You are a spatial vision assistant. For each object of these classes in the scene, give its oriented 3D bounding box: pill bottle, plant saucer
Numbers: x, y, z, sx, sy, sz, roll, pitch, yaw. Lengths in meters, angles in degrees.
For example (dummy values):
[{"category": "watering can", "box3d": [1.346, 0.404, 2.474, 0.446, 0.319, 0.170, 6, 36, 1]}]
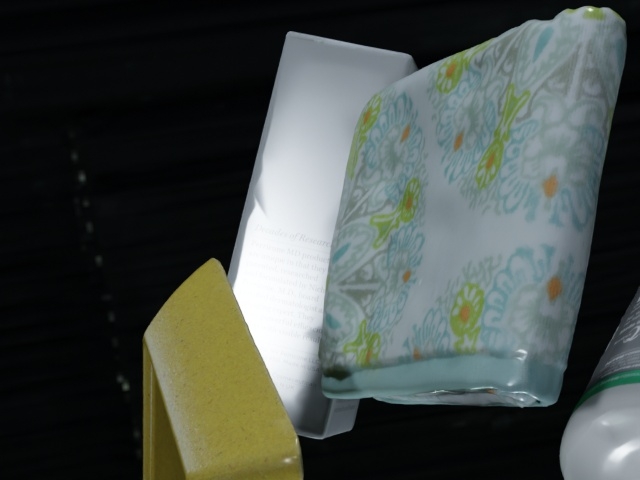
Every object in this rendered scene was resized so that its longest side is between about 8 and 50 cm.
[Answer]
[{"category": "pill bottle", "box3d": [0.376, 0.116, 1.315, 0.361, 0.204, 0.204, -49, -36, -45]}, {"category": "plant saucer", "box3d": [-0.099, 0.232, 1.217, 0.332, 0.081, 0.332, -122, 31, -59]}]

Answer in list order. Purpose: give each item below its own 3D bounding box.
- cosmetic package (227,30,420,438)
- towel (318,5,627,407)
[{"category": "cosmetic package", "box3d": [0.000, 0.000, 1.713, 0.230, 0.162, 0.453, 31, -107, -79]}, {"category": "towel", "box3d": [0.116, -0.014, 1.233, 0.374, 0.090, 0.320, -12, 65, 65]}]
